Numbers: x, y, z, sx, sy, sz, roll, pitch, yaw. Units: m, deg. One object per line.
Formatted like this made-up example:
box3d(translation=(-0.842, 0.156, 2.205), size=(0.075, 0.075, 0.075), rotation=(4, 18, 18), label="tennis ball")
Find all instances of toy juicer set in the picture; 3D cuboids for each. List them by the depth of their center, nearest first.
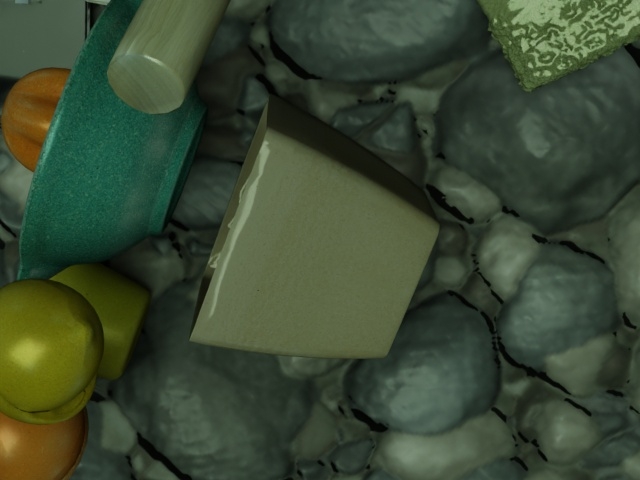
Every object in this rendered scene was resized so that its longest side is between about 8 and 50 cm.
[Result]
box3d(translation=(-0.108, -0.030, 0.516), size=(0.089, 0.209, 0.329), rotation=(21, 121, -4), label="toy juicer set")

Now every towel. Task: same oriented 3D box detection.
box3d(translation=(0.139, -0.149, 0.575), size=(0.148, 0.027, 0.110), rotation=(-31, 95, 14), label="towel")

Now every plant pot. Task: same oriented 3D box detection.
box3d(translation=(0.000, 0.000, 0.595), size=(0.096, 0.109, 0.109), rotation=(19, 104, -7), label="plant pot")

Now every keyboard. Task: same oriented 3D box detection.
box3d(translation=(-0.174, -0.150, 0.634), size=(0.108, 0.023, 0.180), rotation=(3, 101, 3), label="keyboard")

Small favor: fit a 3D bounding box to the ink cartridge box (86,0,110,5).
box3d(translation=(-0.083, -0.176, 0.608), size=(0.062, 0.029, 0.115), rotation=(9, 102, 9), label="ink cartridge box")
